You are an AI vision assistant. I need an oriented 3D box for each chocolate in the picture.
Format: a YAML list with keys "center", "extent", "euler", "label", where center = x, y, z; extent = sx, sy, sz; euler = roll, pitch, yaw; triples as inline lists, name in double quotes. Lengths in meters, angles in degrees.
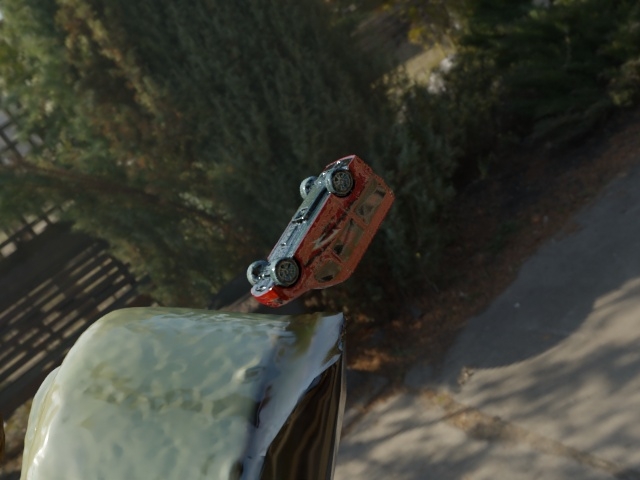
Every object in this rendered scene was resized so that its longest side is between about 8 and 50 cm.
- center: [-0.136, 0.211, 0.769]
  extent: [0.297, 0.314, 0.326]
  euler: [8, -9, -4]
  label: "chocolate"

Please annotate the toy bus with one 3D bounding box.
- center: [0.000, 0.000, 0.936]
  extent: [0.195, 0.089, 0.081]
  euler: [-59, 19, -20]
  label: "toy bus"

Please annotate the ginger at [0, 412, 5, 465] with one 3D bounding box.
- center: [-0.188, 0.075, 0.291]
  extent: [0.288, 0.075, 0.089]
  euler: [70, -136, -79]
  label: "ginger"
